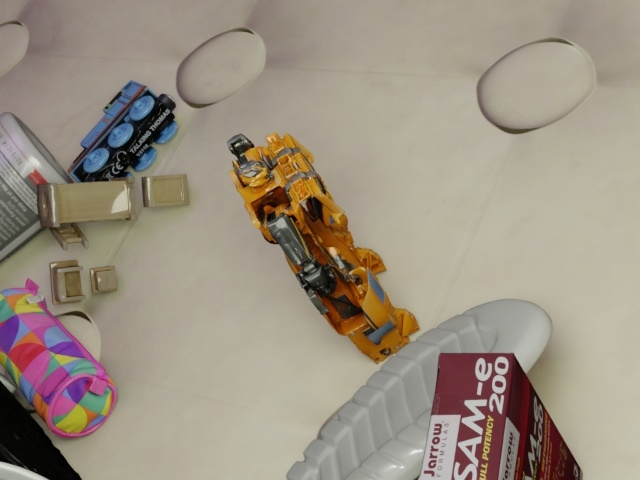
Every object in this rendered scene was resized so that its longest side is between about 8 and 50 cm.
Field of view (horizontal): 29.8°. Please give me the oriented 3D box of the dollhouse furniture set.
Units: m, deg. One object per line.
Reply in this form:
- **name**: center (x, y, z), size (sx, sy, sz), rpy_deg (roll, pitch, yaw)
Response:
- **dollhouse furniture set**: center (-0.274, -0.003, 1.605), size (0.182, 0.160, 0.101), rpy_deg (-5, 3, -24)

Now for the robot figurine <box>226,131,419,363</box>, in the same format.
- **robot figurine**: center (0.000, 0.000, 1.275), size (0.085, 0.291, 0.211), rpy_deg (-32, 47, 4)

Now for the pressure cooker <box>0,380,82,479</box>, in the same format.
- **pressure cooker**: center (-0.494, 0.317, 1.254), size (0.420, 0.375, 0.370), rpy_deg (-42, 49, -7)

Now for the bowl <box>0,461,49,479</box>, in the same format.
- **bowl**: center (-0.319, 0.314, 1.040), size (0.298, 0.298, 0.134), rpy_deg (-43, 14, -7)

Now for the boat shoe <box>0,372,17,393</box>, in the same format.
- **boat shoe**: center (-0.503, 0.179, 1.554), size (0.303, 0.114, 0.091), rpy_deg (7, 58, 47)

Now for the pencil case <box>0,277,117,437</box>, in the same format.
- **pencil case**: center (-0.344, 0.144, 1.493), size (0.104, 0.104, 0.236), rpy_deg (-44, 49, -7)

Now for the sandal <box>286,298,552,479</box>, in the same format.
- **sandal**: center (0.076, 0.220, 1.199), size (0.416, 0.102, 0.169), rpy_deg (-43, 26, 1)

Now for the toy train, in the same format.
- **toy train**: center (-0.281, -0.140, 1.694), size (0.184, 0.080, 0.105), rpy_deg (-51, 39, -11)

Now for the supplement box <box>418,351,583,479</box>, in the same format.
- **supplement box**: center (0.164, 0.211, 1.054), size (0.073, 0.239, 0.130), rpy_deg (-5, 54, 26)

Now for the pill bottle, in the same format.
- **pill bottle**: center (-0.492, -0.033, 1.668), size (0.283, 0.161, 0.161), rpy_deg (-39, 46, -3)
